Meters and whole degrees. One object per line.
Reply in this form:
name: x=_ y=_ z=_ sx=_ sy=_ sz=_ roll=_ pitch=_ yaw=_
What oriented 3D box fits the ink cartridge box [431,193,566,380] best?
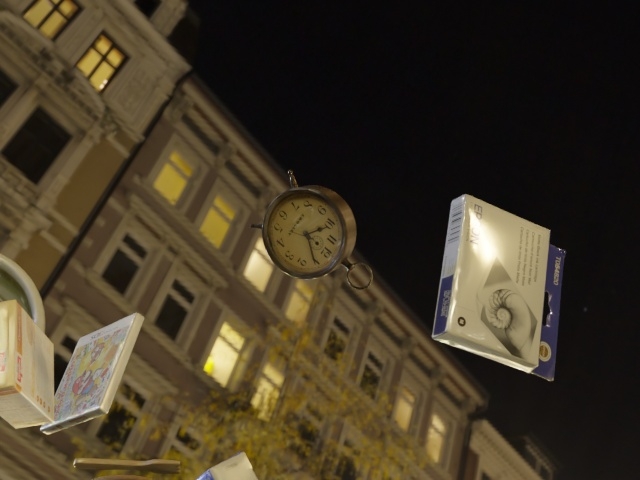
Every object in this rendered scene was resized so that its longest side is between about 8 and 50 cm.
ink cartridge box: x=0.279 y=0.071 z=1.271 sx=0.223 sy=0.223 sz=0.045 roll=21 pitch=-25 yaw=-21

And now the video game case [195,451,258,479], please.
video game case: x=-0.116 y=0.431 z=1.097 sx=0.244 sy=0.061 sz=0.269 roll=58 pitch=-42 yaw=15

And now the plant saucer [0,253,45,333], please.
plant saucer: x=-0.700 y=0.191 z=1.572 sx=0.400 sy=0.401 sz=0.101 roll=16 pitch=-35 yaw=5

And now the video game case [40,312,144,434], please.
video game case: x=-0.458 y=0.266 z=1.738 sx=0.206 sy=0.227 sz=0.026 roll=-24 pitch=-52 yaw=36

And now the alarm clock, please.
alarm clock: x=0.000 y=0.000 z=1.224 sx=0.192 sy=0.064 sz=0.129 roll=43 pitch=-69 yaw=14

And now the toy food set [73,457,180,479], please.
toy food set: x=-0.215 y=0.302 z=0.973 sx=0.132 sy=0.039 sz=0.192 roll=3 pitch=-39 yaw=-5

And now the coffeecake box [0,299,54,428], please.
coffeecake box: x=-0.480 y=0.198 z=1.361 sx=0.068 sy=0.142 sz=0.185 roll=-9 pitch=-29 yaw=-2
